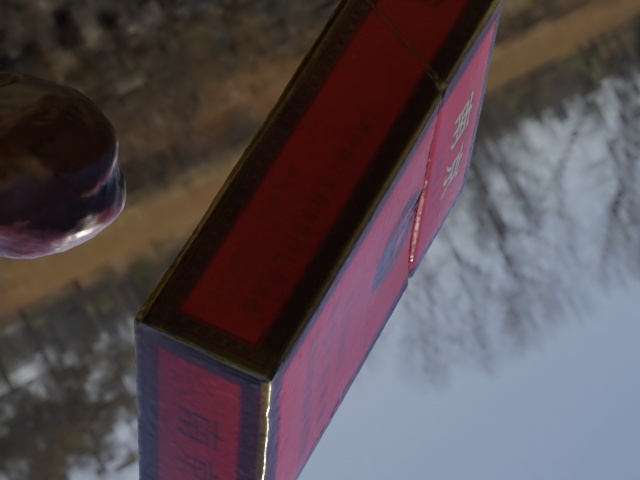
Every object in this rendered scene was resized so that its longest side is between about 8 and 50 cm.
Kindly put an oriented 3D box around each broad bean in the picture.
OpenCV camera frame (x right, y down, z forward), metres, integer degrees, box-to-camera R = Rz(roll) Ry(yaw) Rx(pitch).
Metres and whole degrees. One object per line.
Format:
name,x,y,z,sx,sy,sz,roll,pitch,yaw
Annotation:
broad bean,-0.243,-0.048,1.403,0.228,0.122,0.156,-1,-151,20

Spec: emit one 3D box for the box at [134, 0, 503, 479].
box,0.001,0.001,0.902,0.153,0.074,0.240,90,25,-53
